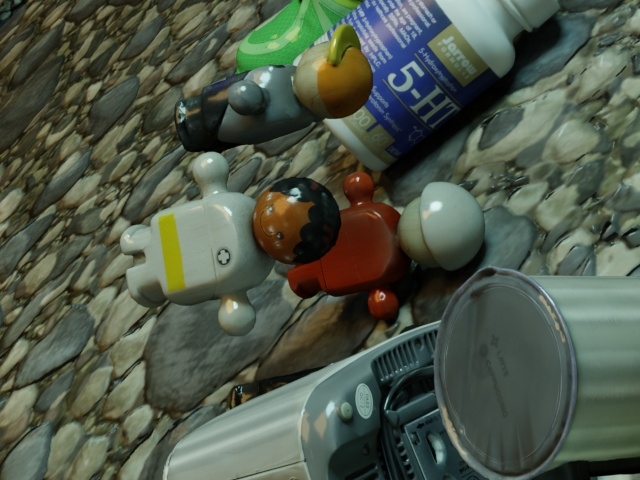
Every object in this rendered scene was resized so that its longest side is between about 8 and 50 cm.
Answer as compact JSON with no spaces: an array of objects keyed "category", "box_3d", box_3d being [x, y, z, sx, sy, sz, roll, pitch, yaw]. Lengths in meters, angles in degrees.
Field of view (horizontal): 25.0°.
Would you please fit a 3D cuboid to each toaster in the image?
[{"category":"toaster","box_3d":[0.031,0.117,0.722,0.146,0.129,0.227,-23,-2,42]}]

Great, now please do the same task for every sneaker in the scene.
[{"category":"sneaker","box_3d":[0.033,-0.239,1.280,0.295,0.123,0.109,-31,30,26]}]

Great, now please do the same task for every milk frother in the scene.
[{"category":"milk frother","box_3d":[0.144,0.057,0.561,0.143,0.134,0.129,-47,53,45]}]

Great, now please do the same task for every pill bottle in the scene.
[{"category":"pill bottle","box_3d":[0.082,-0.149,1.094,0.186,0.112,0.112,-39,27,13]}]

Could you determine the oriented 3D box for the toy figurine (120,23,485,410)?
[{"category":"toy figurine","box_3d":[0.000,0.000,0.889,0.148,0.209,0.213,-15,35,28]}]
